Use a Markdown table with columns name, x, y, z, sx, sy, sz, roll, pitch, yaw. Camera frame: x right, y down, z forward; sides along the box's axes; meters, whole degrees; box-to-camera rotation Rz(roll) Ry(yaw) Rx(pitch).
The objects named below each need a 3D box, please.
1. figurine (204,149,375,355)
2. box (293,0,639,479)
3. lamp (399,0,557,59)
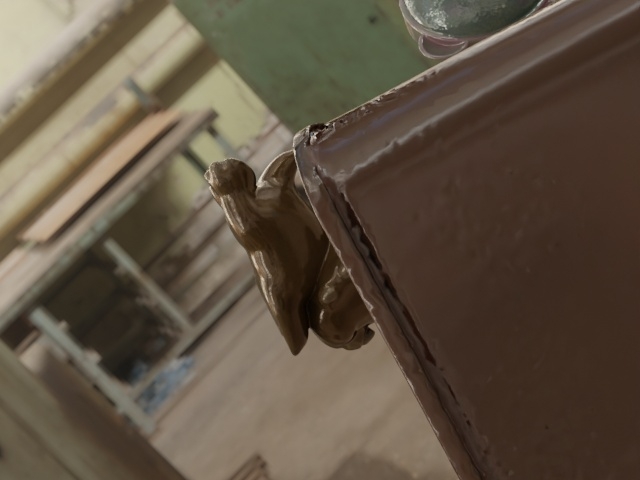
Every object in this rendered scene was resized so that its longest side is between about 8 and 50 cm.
| name | x | y | z | sx | sy | sz | roll | pitch | yaw |
| --- | --- | --- | --- | --- | --- | --- | --- | --- | --- |
| figurine | 0.001 | 0.004 | 1.576 | 0.173 | 0.247 | 0.177 | -26 | -4 | -3 |
| box | 0.177 | 0.035 | 0.736 | 0.229 | 0.339 | 0.239 | -30 | -1 | 15 |
| lamp | 0.175 | -0.304 | 1.620 | 0.179 | 0.108 | 0.246 | -13 | 45 | 4 |
